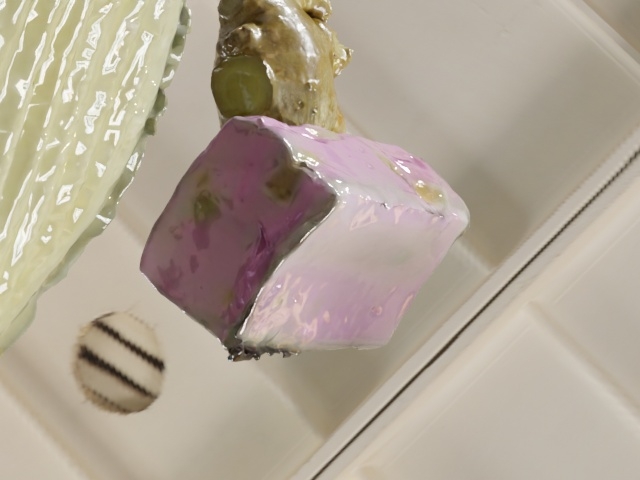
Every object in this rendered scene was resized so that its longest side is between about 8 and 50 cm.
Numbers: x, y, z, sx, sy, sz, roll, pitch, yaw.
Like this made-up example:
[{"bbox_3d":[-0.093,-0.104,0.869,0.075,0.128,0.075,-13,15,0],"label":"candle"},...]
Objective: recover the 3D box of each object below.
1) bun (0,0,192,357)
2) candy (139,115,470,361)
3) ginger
[{"bbox_3d":[-0.166,-0.063,0.398,0.146,0.287,0.287,33,-78,25],"label":"bun"},{"bbox_3d":[0.000,0.000,1.059,0.116,0.265,0.155,40,-74,25],"label":"candy"},{"bbox_3d":[-0.037,-0.131,1.234,0.102,0.157,0.216,-4,-87,31],"label":"ginger"}]
